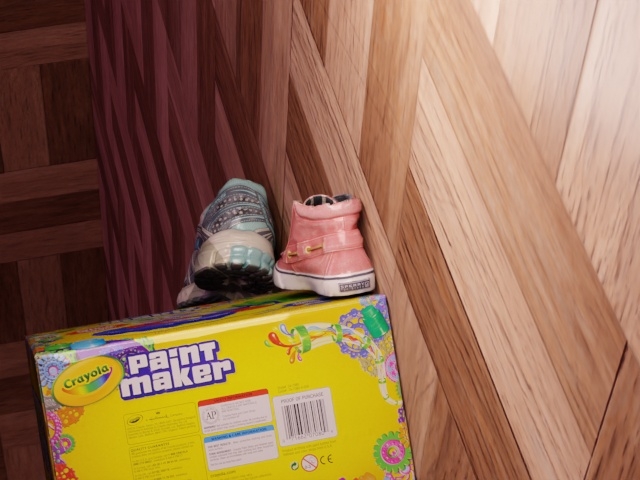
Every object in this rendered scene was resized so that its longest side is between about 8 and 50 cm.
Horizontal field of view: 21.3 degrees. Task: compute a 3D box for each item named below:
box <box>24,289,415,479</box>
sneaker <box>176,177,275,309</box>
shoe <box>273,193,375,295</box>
[{"bbox_3d":[-0.099,0.151,1.491,0.279,0.290,0.177,179,82,-78],"label":"box"},{"bbox_3d":[-0.092,0.012,1.891,0.283,0.110,0.122,127,150,-71],"label":"sneaker"},{"bbox_3d":[0.000,0.000,1.470,0.178,0.064,0.081,-172,74,-73],"label":"shoe"}]
